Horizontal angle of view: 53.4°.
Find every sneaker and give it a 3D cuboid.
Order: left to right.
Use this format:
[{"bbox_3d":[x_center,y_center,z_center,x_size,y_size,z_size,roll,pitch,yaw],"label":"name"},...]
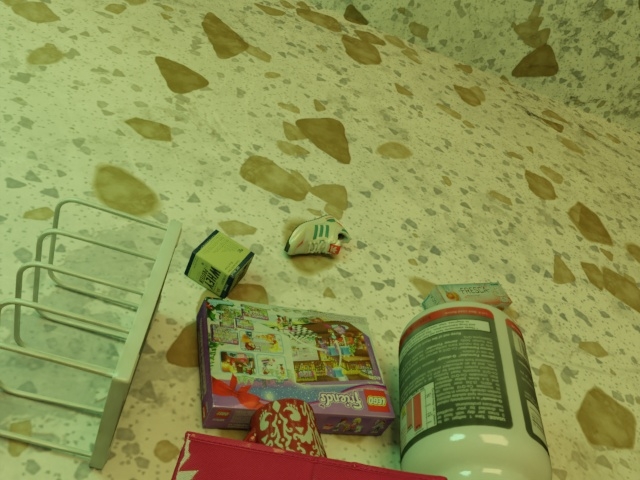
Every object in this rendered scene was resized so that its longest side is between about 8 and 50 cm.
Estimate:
[{"bbox_3d":[0.000,0.000,1.254,0.075,0.057,0.161,38,35,21],"label":"sneaker"}]

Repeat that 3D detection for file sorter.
[{"bbox_3d":[-0.309,0.107,0.826,0.173,0.193,0.278,17,39,-11],"label":"file sorter"}]

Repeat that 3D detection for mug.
[{"bbox_3d":[-0.050,0.296,0.830,0.150,0.113,0.169,32,27,-35],"label":"mug"}]

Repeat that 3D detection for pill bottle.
[{"bbox_3d":[0.221,0.282,0.944,0.210,0.210,0.363,21,38,-10],"label":"pill bottle"}]

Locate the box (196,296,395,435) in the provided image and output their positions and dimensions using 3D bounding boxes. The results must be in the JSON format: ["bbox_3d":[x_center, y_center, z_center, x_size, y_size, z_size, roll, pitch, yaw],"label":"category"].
[{"bbox_3d":[-0.043,0.198,0.998,0.293,0.057,0.201,10,40,-23],"label":"box"}]

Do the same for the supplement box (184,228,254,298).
[{"bbox_3d":[-0.173,0.040,1.098,0.083,0.056,0.083,31,37,4],"label":"supplement box"}]

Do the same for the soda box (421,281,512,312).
[{"bbox_3d":[0.300,0.127,1.294,0.183,0.063,0.058,1,45,-32],"label":"soda box"}]

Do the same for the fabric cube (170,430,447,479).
[{"bbox_3d":[-0.032,0.368,0.563,0.258,0.254,0.258,9,39,2],"label":"fabric cube"}]
